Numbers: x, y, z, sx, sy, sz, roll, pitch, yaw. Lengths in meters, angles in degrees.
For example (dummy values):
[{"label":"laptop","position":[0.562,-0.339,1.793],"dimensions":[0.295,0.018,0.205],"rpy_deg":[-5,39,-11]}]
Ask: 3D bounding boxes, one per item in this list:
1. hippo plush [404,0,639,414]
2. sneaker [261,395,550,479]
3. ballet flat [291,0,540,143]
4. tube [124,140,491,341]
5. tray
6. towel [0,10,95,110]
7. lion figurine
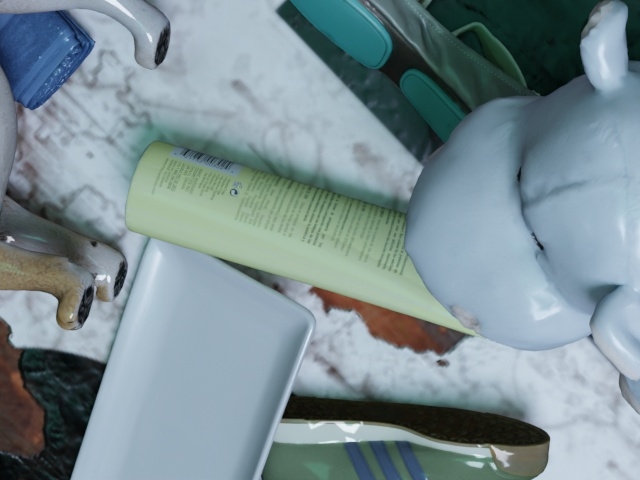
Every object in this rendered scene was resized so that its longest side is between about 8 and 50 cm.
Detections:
[{"label":"hippo plush","position":[0.179,0.012,0.467],"dimensions":[0.294,0.237,0.234],"rpy_deg":[-9,90,51]},{"label":"sneaker","position":[0.051,0.156,0.651],"dimensions":[0.192,0.064,0.086],"rpy_deg":[3,100,13]},{"label":"ballet flat","position":[0.061,-0.122,0.603],"dimensions":[0.213,0.072,0.068],"rpy_deg":[43,75,-4]},{"label":"tube","position":[0.000,0.000,0.617],"dimensions":[0.240,0.062,0.070],"rpy_deg":[16,82,4]},{"label":"tray","position":[-0.094,0.140,0.660],"dimensions":[0.145,0.030,0.270],"rpy_deg":[28,105,31]},{"label":"towel","position":[-0.209,-0.147,0.639],"dimensions":[0.067,0.029,0.119],"rpy_deg":[-43,95,16]},{"label":"lion figurine","position":[-0.230,-0.076,0.587],"dimensions":[0.240,0.142,0.392],"rpy_deg":[17,108,2]}]
